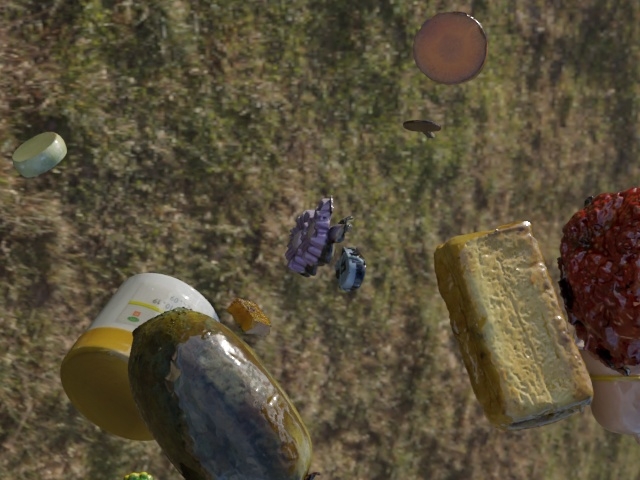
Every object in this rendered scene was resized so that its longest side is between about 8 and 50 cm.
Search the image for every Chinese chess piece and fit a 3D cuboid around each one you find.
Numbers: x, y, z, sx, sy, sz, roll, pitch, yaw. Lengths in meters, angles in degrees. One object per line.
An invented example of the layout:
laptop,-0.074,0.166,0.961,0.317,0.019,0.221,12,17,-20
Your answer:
Chinese chess piece,-0.429,-0.131,1.416,0.084,0.084,0.034,-51,129,-32

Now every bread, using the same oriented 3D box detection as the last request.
bread,0.193,0.086,0.950,0.083,0.113,0.211,95,-19,-71

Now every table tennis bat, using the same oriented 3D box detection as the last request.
table tennis bat,0.265,-0.285,2.363,0.158,0.095,0.014,22,70,-69

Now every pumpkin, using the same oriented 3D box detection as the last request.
pumpkin,-0.145,0.162,1.887,0.054,0.083,0.074,-51,145,9

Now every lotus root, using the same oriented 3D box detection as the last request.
lotus root,-0.124,0.200,1.089,0.160,0.275,0.152,-41,166,7

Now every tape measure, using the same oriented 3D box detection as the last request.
tape measure,0.067,0.064,2.083,0.054,0.094,0.091,11,126,-19

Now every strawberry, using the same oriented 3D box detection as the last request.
strawberry,0.417,0.032,1.187,0.274,0.220,0.274,-48,170,-11

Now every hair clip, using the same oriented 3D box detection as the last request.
hair clip,0.000,0.000,1.364,0.084,0.292,0.106,17,81,-6

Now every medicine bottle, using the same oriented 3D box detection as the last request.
medicine bottle,-0.334,0.218,1.760,0.232,0.237,0.238,-62,138,-47

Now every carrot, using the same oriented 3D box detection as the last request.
carrot,0.308,-0.429,2.091,0.225,0.159,0.159,-26,118,-72

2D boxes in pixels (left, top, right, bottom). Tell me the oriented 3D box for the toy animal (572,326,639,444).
toy animal,0.528,0.233,1.623,0.165,0.149,0.248,-3,70,-85

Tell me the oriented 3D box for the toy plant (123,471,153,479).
toy plant,-0.287,0.448,1.455,0.092,0.092,0.163,24,53,-49

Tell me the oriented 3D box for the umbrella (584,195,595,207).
umbrella,0.468,-0.005,1.624,0.040,0.037,0.144,17,83,-30
